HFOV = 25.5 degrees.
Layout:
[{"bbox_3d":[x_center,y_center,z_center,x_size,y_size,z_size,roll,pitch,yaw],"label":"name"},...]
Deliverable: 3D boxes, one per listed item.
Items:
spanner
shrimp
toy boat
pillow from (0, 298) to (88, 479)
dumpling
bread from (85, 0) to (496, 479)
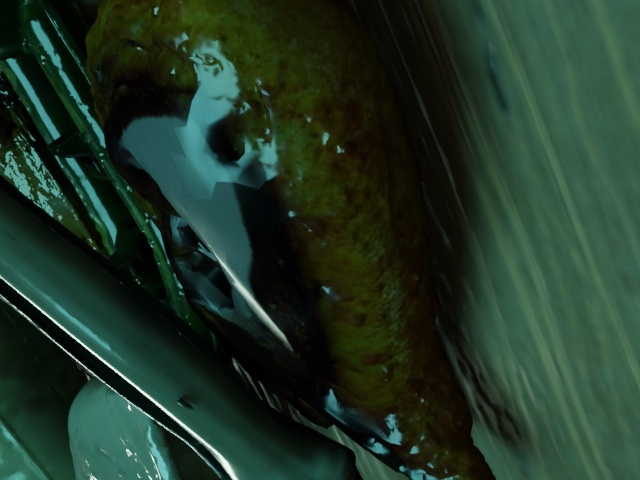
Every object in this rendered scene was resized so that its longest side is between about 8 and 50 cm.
[{"bbox_3d":[-0.035,0.082,0.600,0.325,0.040,0.096,42,165,-16],"label":"spanner"},{"bbox_3d":[-0.138,-0.014,0.713,0.091,0.043,0.184,25,144,49],"label":"shrimp"},{"bbox_3d":[-0.093,-0.029,0.639,0.104,0.052,0.210,10,131,61],"label":"toy boat"},{"bbox_3d":[-0.262,0.074,0.884,0.322,0.120,0.255,-10,114,54],"label":"pillow"},{"bbox_3d":[-0.068,0.133,0.722,0.176,0.092,0.150,-45,64,53],"label":"dumpling"},{"bbox_3d":[-0.006,-0.005,0.538,0.139,0.095,0.269,31,160,43],"label":"bread"}]
